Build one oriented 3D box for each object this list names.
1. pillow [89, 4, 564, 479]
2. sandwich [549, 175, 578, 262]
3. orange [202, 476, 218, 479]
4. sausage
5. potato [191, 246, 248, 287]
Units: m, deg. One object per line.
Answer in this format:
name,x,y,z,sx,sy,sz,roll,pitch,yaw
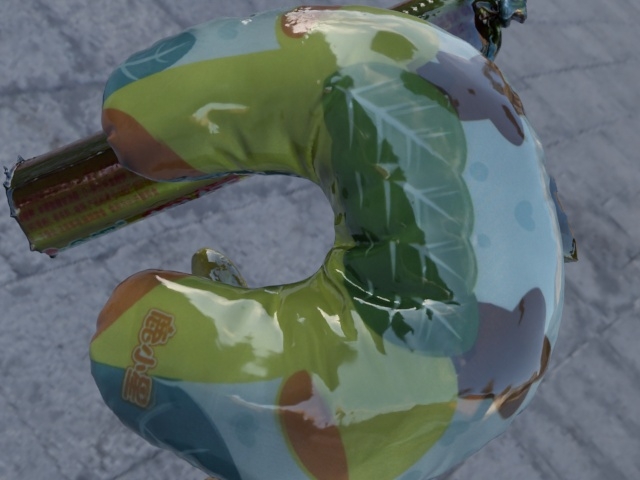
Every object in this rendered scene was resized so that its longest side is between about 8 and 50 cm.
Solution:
pillow,0.000,0.000,0.471,0.086,0.214,0.233,61,28,-73
sandwich,0.127,0.004,0.786,0.116,0.074,0.074,-25,100,-39
orange,-0.050,0.365,1.085,0.274,0.274,0.274,30,32,-21
sausage,-0.035,-0.087,0.711,0.082,0.372,0.082,-21,90,-80
potato,-0.076,0.048,0.838,0.045,0.047,0.092,-115,-171,-86
